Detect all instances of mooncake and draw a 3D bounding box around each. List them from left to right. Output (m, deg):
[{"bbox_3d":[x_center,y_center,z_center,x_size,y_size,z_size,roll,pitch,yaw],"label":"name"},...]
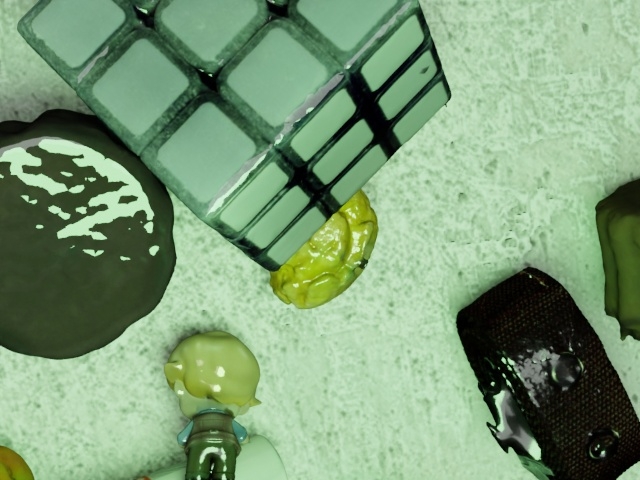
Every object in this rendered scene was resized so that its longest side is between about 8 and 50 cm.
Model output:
[{"bbox_3d":[-0.305,-0.012,1.506,0.283,0.141,0.283,-5,109,-16],"label":"mooncake"},{"bbox_3d":[0.491,0.020,1.575,0.324,0.324,0.187,-9,101,-8],"label":"mooncake"}]

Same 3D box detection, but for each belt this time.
[{"bbox_3d":[0.271,0.188,1.624,0.164,0.184,0.289,-32,102,-12],"label":"belt"}]

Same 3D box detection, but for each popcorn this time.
[{"bbox_3d":[0.000,0.000,1.578,0.152,0.148,0.167,30,72,23],"label":"popcorn"}]

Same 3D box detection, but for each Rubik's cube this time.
[{"bbox_3d":[-0.078,-0.190,1.403,0.305,0.301,0.304,43,90,18],"label":"Rubik's cube"}]

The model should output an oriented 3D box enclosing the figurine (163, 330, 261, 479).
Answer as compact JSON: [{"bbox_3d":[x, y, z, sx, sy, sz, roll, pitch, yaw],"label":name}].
[{"bbox_3d":[-0.126,0.204,1.568,0.114,0.108,0.196,-3,63,-3],"label":"figurine"}]

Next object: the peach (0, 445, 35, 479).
[{"bbox_3d":[-0.397,0.314,1.554,0.138,0.138,0.138,-1,99,-9],"label":"peach"}]

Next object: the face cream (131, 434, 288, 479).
[{"bbox_3d":[-0.207,0.328,1.552,0.345,0.102,0.102,-16,101,-28],"label":"face cream"}]
